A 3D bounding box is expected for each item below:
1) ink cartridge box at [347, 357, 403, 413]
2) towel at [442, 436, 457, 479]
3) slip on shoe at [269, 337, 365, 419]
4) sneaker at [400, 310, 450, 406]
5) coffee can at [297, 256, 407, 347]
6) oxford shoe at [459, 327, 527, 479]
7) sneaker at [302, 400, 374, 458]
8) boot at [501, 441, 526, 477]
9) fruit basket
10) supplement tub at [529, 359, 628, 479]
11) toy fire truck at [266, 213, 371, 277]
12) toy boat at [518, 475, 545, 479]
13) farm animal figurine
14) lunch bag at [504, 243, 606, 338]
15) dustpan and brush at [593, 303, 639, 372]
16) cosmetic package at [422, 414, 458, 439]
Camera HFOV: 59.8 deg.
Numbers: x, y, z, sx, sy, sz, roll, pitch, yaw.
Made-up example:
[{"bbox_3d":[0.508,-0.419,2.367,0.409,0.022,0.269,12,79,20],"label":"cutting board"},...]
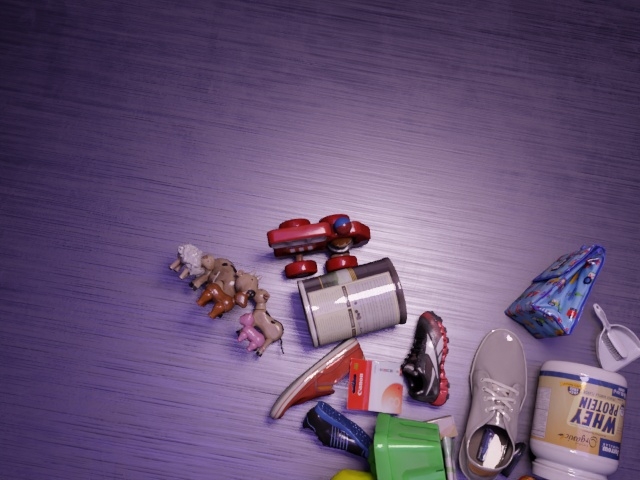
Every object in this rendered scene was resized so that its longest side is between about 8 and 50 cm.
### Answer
[{"bbox_3d":[0.162,0.417,1.598,0.179,0.045,0.146,16,74,-36],"label":"ink cartridge box"},{"bbox_3d":[0.362,0.692,1.462,0.038,0.248,0.325,-9,66,12],"label":"towel"},{"bbox_3d":[-0.005,0.411,1.603,0.331,0.123,0.101,-35,85,-14],"label":"slip on shoe"},{"bbox_3d":[0.302,0.341,1.622,0.135,0.097,0.276,7,76,-27],"label":"sneaker"},{"bbox_3d":[0.088,0.178,1.611,0.275,0.201,0.202,-14,78,-5],"label":"coffee can"},{"bbox_3d":[0.502,0.462,1.587,0.169,0.130,0.450,16,67,10],"label":"oxford shoe"},{"bbox_3d":[0.055,0.561,1.594,0.232,0.081,0.090,39,104,-1],"label":"sneaker"},{"bbox_3d":[0.525,0.612,1.614,0.099,0.045,0.121,36,77,12],"label":"boot"},{"bbox_3d":[0.150,0.664,1.444,0.391,0.283,0.393,0,90,10],"label":"fruit basket"},{"bbox_3d":[0.712,0.512,1.547,0.228,0.228,0.317,14,77,1],"label":"supplement tub"},{"bbox_3d":[0.000,0.000,1.622,0.301,0.254,0.170,-8,78,-4],"label":"toy fire truck"},{"bbox_3d":[0.558,0.806,1.515,0.267,0.148,0.319,15,77,1],"label":"toy boat"},{"bbox_3d":[-0.239,0.153,1.602,0.172,0.330,0.326,-45,54,-8],"label":"farm animal figurine"},{"bbox_3d":[0.713,0.133,1.636,0.138,0.221,0.293,39,79,7],"label":"lunch bag"},{"bbox_3d":[0.880,0.288,1.689,0.147,0.060,0.211,-28,80,-8],"label":"dustpan and brush"},{"bbox_3d":[0.334,0.550,1.619,0.115,0.041,0.060,-13,78,-5],"label":"cosmetic package"}]
